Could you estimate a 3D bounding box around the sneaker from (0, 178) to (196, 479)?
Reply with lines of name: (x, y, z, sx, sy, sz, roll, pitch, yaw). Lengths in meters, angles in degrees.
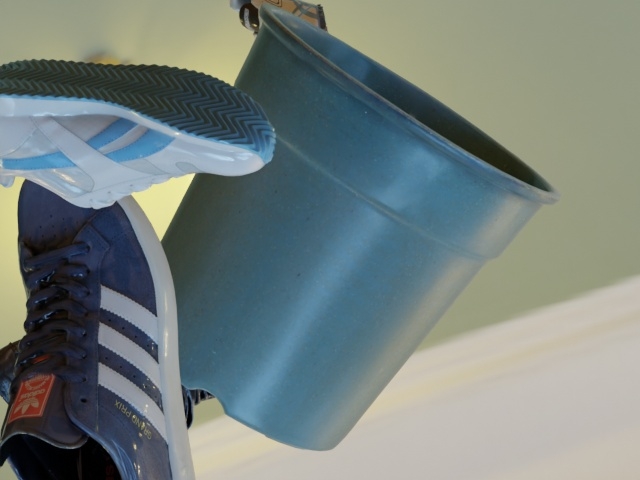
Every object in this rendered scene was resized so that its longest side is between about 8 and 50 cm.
sneaker: (-0.194, 0.101, 1.363, 0.131, 0.350, 0.148, -21, 170, 34)

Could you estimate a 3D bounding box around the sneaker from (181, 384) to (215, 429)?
sneaker: (-0.124, 0.159, 1.878, 0.226, 0.086, 0.163, -8, -161, -7)

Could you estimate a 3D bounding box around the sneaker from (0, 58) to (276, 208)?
sneaker: (-0.141, -0.074, 1.292, 0.228, 0.092, 0.087, 9, -148, 15)

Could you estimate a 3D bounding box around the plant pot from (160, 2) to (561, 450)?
plant pot: (0.000, 0.000, 1.706, 0.334, 0.341, 0.341, -57, -144, 11)

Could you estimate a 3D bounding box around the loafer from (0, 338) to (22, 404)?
loafer: (-0.314, 0.183, 1.979, 0.061, 0.170, 0.062, -40, -146, -10)

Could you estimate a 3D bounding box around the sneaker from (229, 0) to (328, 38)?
sneaker: (-0.048, -0.267, 2.175, 0.086, 0.085, 0.237, -16, -150, -15)
